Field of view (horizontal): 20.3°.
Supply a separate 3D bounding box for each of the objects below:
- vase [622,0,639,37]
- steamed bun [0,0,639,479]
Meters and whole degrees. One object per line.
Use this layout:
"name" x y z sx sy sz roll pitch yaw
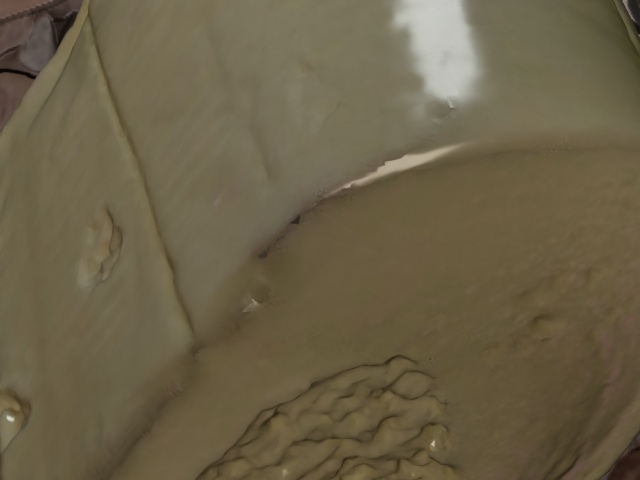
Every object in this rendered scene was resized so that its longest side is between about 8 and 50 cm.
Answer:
"vase" 0.133 -0.203 1.083 0.251 0.156 0.301 -33 89 36
"steamed bun" 0.000 0.000 0.967 0.456 0.290 0.371 -48 38 31
